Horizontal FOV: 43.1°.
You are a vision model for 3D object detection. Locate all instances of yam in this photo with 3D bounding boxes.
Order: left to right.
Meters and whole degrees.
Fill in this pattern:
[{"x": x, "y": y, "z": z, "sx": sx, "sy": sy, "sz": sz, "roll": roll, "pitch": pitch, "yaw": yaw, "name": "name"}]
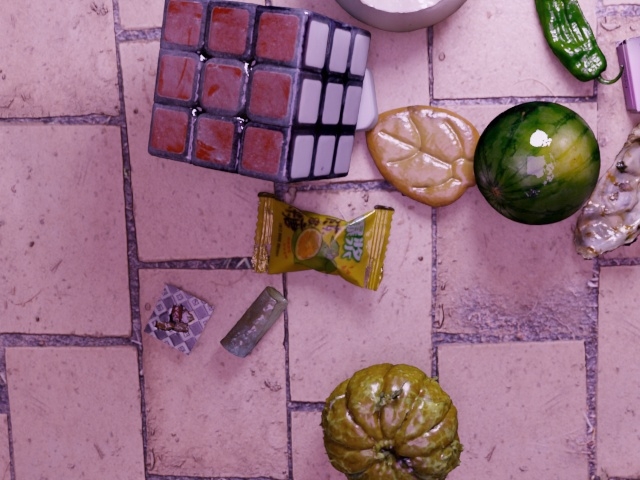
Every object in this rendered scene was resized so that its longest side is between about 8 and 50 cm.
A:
[{"x": -0.143, "y": 0.182, "z": 1.767, "sx": 0.068, "sy": 0.068, "sz": 0.169, "roll": 40, "pitch": 101, "yaw": -2, "name": "yam"}]

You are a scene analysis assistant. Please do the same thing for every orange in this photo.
[{"x": 0.158, "y": 0.396, "z": 1.695, "sx": 0.300, "sy": 0.223, "sz": 0.301, "roll": -39, "pitch": 94, "yaw": 25, "name": "orange"}]

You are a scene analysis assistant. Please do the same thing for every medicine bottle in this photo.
[{"x": 0.050, "y": -0.311, "z": 1.660, "sx": 0.119, "sy": 0.069, "sz": 0.183, "roll": -7, "pitch": 95, "yaw": 21, "name": "medicine bottle"}]

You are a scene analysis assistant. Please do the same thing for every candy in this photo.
[{"x": 0.000, "y": 0.000, "z": 1.719, "sx": 0.297, "sy": 0.081, "sz": 0.187, "roll": 10, "pitch": 100, "yaw": 15, "name": "candy"}]

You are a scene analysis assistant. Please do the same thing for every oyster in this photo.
[{"x": 0.618, "y": -0.091, "z": 1.649, "sx": 0.166, "sy": 0.094, "sz": 0.294, "roll": 47, "pitch": 111, "yaw": 15, "name": "oyster"}]

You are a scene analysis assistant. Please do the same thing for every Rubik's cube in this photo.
[{"x": -0.110, "y": -0.282, "z": 1.536, "sx": 0.305, "sy": 0.301, "sz": 0.304, "roll": 15, "pitch": 103, "yaw": 21, "name": "Rubik's cube"}]

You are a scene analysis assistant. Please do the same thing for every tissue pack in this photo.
[{"x": 0.720, "y": -0.343, "z": 1.583, "sx": 0.246, "sy": 0.092, "sz": 0.149, "roll": -10, "pitch": 97, "yaw": 7, "name": "tissue pack"}]

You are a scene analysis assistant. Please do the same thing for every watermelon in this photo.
[{"x": 0.419, "y": -0.149, "z": 1.573, "sx": 0.242, "sy": 0.242, "sz": 0.242, "roll": 1, "pitch": 99, "yaw": 5, "name": "watermelon"}]

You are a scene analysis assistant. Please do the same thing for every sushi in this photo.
[{"x": -0.312, "y": 0.173, "z": 1.802, "sx": 0.120, "sy": 0.026, "sz": 0.126, "roll": 28, "pitch": 96, "yaw": 3, "name": "sushi"}]

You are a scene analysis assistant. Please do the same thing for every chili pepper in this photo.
[{"x": 0.497, "y": -0.412, "z": 1.603, "sx": 0.100, "sy": 0.074, "sz": 0.257, "roll": -28, "pitch": 95, "yaw": 10, "name": "chili pepper"}]

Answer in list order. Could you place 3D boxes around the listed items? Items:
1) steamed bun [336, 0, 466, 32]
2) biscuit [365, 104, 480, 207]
[{"x": 0.156, "y": -0.559, "z": 1.544, "sx": 0.324, "sy": 0.206, "sz": 0.324, "roll": 1, "pitch": 102, "yaw": 7, "name": "steamed bun"}, {"x": 0.211, "y": -0.183, "z": 1.682, "sx": 0.260, "sy": 0.041, "sz": 0.203, "roll": 27, "pitch": 101, "yaw": 5, "name": "biscuit"}]
